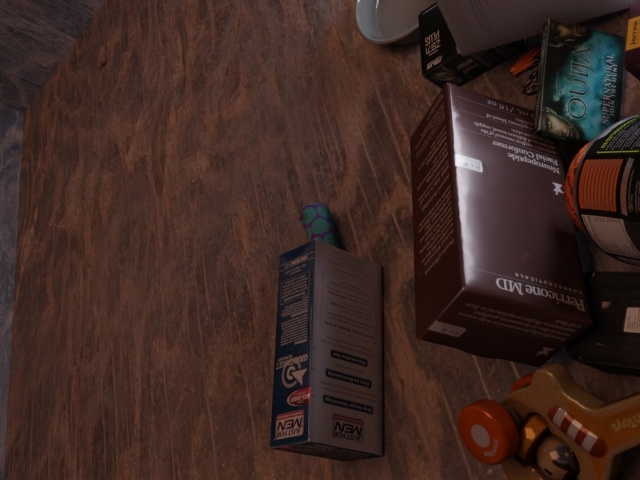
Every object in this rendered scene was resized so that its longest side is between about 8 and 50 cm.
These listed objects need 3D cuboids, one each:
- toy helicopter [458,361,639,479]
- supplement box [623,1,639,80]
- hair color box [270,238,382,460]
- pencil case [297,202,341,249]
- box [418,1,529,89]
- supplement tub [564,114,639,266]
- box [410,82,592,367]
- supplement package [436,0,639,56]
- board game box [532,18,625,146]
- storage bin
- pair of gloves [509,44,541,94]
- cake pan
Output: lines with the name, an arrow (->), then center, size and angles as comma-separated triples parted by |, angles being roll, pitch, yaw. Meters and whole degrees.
toy helicopter -> 0.347, 0.248, 0.961 | 0.355, 0.140, 0.235 | -46, 66, 50
supplement box -> 0.520, -0.286, 1.079 | 0.188, 0.081, 0.104 | -8, 67, 49
hair color box -> 0.015, 0.191, 1.375 | 0.105, 0.174, 0.347 | -24, 55, 43
pencil case -> 0.000, 0.000, 1.576 | 0.070, 0.064, 0.152 | -28, 50, 19
box -> 0.269, -0.377, 1.427 | 0.180, 0.077, 0.147 | -24, 56, 42
supplement tub -> 0.424, -0.055, 0.922 | 0.316, 0.193, 0.193 | -145, 78, -79
box -> 0.240, -0.031, 1.128 | 0.143, 0.191, 0.381 | 122, 157, -50
supplement package -> 0.330, -0.441, 1.235 | 0.293, 0.175, 0.177 | -12, 61, 23
board game box -> 0.385, -0.231, 1.184 | 0.026, 0.126, 0.186 | 124, 156, -73
storage bin -> 0.417, 0.109, 1.008 | 0.180, 0.084, 0.122 | -2, 71, 51
pair of gloves -> 0.359, -0.286, 1.331 | 0.074, 0.010, 0.083 | -40, 48, 30
cake pan -> 0.189, -0.523, 1.614 | 0.293, 0.054, 0.293 | -25, 54, 41
